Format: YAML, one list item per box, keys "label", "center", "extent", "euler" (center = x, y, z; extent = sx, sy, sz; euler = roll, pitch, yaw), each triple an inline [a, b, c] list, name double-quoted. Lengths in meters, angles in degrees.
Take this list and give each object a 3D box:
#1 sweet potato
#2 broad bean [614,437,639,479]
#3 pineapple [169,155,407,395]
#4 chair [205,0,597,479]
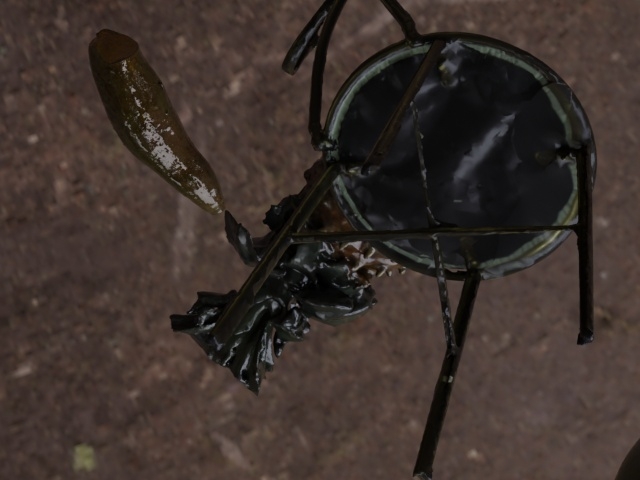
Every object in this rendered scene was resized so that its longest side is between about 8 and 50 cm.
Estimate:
- label: "sweet potato"
  center: [-0.182, -0.119, 1.785]
  extent: [0.077, 0.077, 0.244]
  euler: [-29, 109, -1]
- label: "broad bean"
  center: [0.396, 0.230, 1.604]
  extent: [0.263, 0.189, 0.121]
  euler: [-38, 129, -9]
- label: "pineapple"
  center: [0.000, 0.000, 1.444]
  extent: [0.310, 0.141, 0.170]
  euler: [-43, 125, 12]
- label: "chair"
  center: [0.062, -0.049, 0.859]
  extent: [0.170, 0.326, 0.160]
  euler: [36, 123, -10]
